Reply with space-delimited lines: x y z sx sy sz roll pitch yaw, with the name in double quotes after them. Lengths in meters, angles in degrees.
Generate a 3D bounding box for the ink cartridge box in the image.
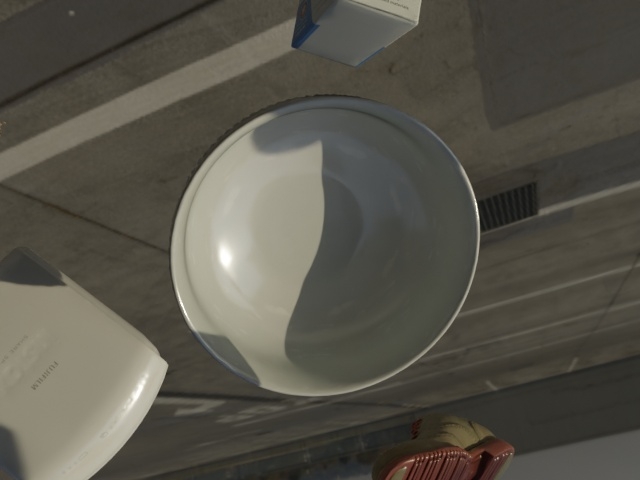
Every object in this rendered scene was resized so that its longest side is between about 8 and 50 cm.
0.068 -0.458 0.892 0.129 0.307 0.223 11 176 -19 "ink cartridge box"

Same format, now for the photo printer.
-0.401 0.194 0.844 0.256 0.307 0.107 -52 178 -22 "photo printer"

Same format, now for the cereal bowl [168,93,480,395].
0.000 0.000 0.674 0.339 0.339 0.141 -9 -163 -10 "cereal bowl"

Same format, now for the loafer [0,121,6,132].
-0.438 -0.225 0.566 0.134 0.366 0.130 -16 -171 22 "loafer"

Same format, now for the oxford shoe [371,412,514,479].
0.178 0.350 0.940 0.348 0.130 0.123 19 103 -47 "oxford shoe"
